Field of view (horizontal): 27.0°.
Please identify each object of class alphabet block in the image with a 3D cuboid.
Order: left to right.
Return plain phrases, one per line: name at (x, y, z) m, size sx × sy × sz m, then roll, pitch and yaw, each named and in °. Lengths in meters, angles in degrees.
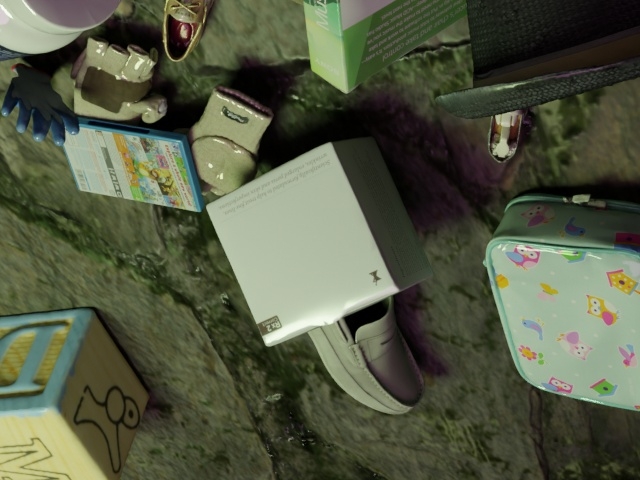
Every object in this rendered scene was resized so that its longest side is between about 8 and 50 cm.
alphabet block at (-0.385, 0.233, 1.878) m, size 0.193 × 0.192 × 0.197 m, roll -5°, pitch 132°, yaw 23°

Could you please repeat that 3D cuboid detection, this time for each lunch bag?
lunch bag at (0.311, 0.067, 1.553) m, size 0.224 × 0.108 × 0.279 m, roll 9°, pitch 136°, yaw 31°

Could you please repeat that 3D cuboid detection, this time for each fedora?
fedora at (0.251, -0.222, 1.206) m, size 0.334 × 0.334 × 0.152 m, roll -13°, pitch 98°, yaw 27°

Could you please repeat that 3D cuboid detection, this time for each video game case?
video game case at (-0.225, -0.091, 1.572) m, size 0.166 × 0.015 × 0.119 m, roll 11°, pitch 140°, yaw 18°

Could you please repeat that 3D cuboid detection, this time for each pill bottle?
pill bottle at (-0.310, -0.255, 1.310) m, size 0.265 × 0.153 × 0.153 m, roll 3°, pitch 142°, yaw 51°

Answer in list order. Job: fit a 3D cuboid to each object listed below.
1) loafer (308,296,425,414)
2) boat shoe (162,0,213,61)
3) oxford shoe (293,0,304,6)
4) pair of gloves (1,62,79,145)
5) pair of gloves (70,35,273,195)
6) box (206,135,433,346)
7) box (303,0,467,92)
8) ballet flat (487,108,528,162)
loafer at (0.048, 0.106, 1.680) m, size 0.111 × 0.112 × 0.319 m, roll -13°, pitch 130°, yaw 38°
boat shoe at (-0.140, -0.247, 1.413) m, size 0.050 × 0.045 × 0.135 m, roll 14°, pitch 137°, yaw 1°
oxford shoe at (-0.070, -0.304, 1.259) m, size 0.348 × 0.123 × 0.130 m, roll 31°, pitch 141°, yaw -28°
pair of gloves at (-0.360, -0.170, 1.457) m, size 0.198 × 0.159 × 0.023 m, roll 19°, pitch 114°, yaw -31°
pair of gloves at (-0.178, -0.139, 1.536) m, size 0.240 × 0.042 × 0.204 m, roll 22°, pitch 143°, yaw 1°
box at (0.000, 0.000, 1.506) m, size 0.181 × 0.119 × 0.182 m, roll -25°, pitch 87°, yaw 25°
box at (0.078, -0.315, 1.162) m, size 0.058 × 0.232 × 0.322 m, roll 36°, pitch 149°, yaw 36°
ballet flat at (0.203, -0.128, 1.446) m, size 0.041 × 0.041 × 0.114 m, roll 8°, pitch 136°, yaw 7°
